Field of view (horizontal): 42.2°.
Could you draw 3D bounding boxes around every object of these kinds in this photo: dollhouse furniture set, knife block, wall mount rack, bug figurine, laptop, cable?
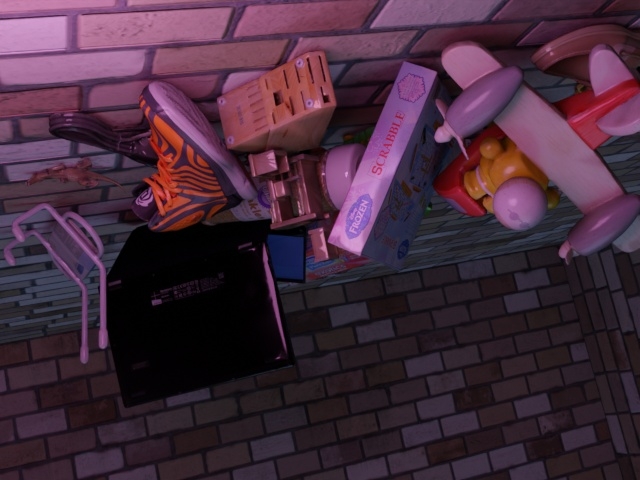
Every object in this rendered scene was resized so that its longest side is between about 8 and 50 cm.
[{"bbox_3d":[-0.066,-0.046,1.380,0.101,0.182,0.161,-14,174,28],"label":"dollhouse furniture set"},{"bbox_3d":[-0.035,-0.198,1.345,0.275,0.088,0.242,-19,170,35],"label":"knife block"},{"bbox_3d":[-0.520,0.087,1.718,0.130,0.304,0.350,-41,-175,-29],"label":"wall mount rack"},{"bbox_3d":[0.064,-0.162,1.704,0.216,0.072,0.279,-25,161,25],"label":"bug figurine"},{"bbox_3d":[-0.159,0.017,2.045,0.234,0.137,0.264,4,171,6],"label":"laptop"},{"bbox_3d":[-0.310,-0.170,1.338,0.287,0.072,0.139,13,167,-40],"label":"cable"},{"bbox_3d":[-0.248,0.108,1.795,0.382,0.408,0.236,-16,172,13],"label":"laptop"}]

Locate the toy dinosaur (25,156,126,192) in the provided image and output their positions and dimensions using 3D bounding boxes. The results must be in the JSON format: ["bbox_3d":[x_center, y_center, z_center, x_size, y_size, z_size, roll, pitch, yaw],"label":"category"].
[{"bbox_3d":[-0.424,-0.116,1.472,0.183,0.053,0.092,2,179,-30],"label":"toy dinosaur"}]

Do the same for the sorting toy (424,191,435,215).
[{"bbox_3d":[0.214,-0.058,2.135,0.047,0.196,0.348,25,143,-6],"label":"sorting toy"}]

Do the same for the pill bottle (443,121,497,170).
[{"bbox_3d":[0.358,-0.189,1.728,0.245,0.136,0.136,-18,168,29],"label":"pill bottle"}]

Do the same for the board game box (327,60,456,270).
[{"bbox_3d":[0.143,-0.114,1.462,0.066,0.318,0.318,23,180,19],"label":"board game box"}]

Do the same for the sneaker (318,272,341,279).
[{"bbox_3d":[0.012,0.052,2.486,0.210,0.137,0.366,1,177,41],"label":"sneaker"}]

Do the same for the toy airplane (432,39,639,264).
[{"bbox_3d":[0.369,-0.132,1.349,0.386,0.272,0.384,16,146,15],"label":"toy airplane"}]

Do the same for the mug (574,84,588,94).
[{"bbox_3d":[0.548,-0.288,1.654,0.064,0.062,0.078,-27,171,26],"label":"mug"}]

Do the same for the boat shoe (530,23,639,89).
[{"bbox_3d":[0.491,-0.298,1.408,0.302,0.098,0.109,-7,168,-29],"label":"boat shoe"}]

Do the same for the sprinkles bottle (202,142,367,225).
[{"bbox_3d":[-0.074,-0.101,1.554,0.355,0.121,0.121,-5,174,29],"label":"sprinkles bottle"}]

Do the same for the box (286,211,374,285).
[{"bbox_3d":[0.000,0.000,2.199,0.300,0.142,0.154,-18,149,28],"label":"box"}]

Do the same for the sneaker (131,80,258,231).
[{"bbox_3d":[-0.228,-0.103,1.279,0.180,0.124,0.321,-32,148,3],"label":"sneaker"}]
